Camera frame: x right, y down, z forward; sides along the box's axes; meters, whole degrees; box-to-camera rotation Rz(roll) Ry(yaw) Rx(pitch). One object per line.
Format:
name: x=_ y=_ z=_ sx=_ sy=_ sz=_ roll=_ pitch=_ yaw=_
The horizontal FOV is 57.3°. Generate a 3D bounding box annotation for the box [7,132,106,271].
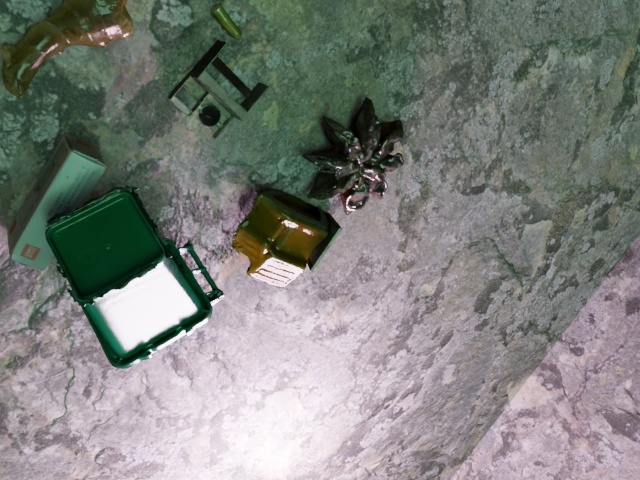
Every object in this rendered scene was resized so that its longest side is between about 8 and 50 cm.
box: x=-0.552 y=-0.079 z=1.218 sx=0.079 sy=0.135 sz=0.269 roll=28 pitch=99 yaw=-37

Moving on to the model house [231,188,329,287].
model house: x=-0.118 y=-0.002 z=1.528 sx=0.268 sy=0.173 sz=0.239 roll=25 pitch=109 yaw=-33

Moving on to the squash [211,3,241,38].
squash: x=-0.203 y=-0.475 z=1.283 sx=0.027 sy=0.027 sz=0.083 roll=-45 pitch=129 yaw=-2

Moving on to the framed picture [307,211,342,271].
framed picture: x=0.000 y=0.000 z=1.574 sx=0.010 sy=0.201 sz=0.136 roll=32 pitch=97 yaw=-14

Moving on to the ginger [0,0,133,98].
ginger: x=-0.490 y=-0.385 z=1.127 sx=0.294 sy=0.086 sz=0.131 roll=-39 pitch=139 yaw=3

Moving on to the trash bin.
trash bin: x=-0.388 y=0.076 z=1.249 sx=0.295 sy=0.259 sz=0.381 roll=-30 pitch=161 yaw=-16

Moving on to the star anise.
star anise: x=0.103 y=-0.213 z=1.565 sx=0.332 sy=0.117 sz=0.331 roll=-19 pitch=129 yaw=-26

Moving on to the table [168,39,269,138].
table: x=-0.229 y=-0.335 z=1.325 sx=0.175 sy=0.062 sz=0.146 roll=-51 pitch=130 yaw=-1
